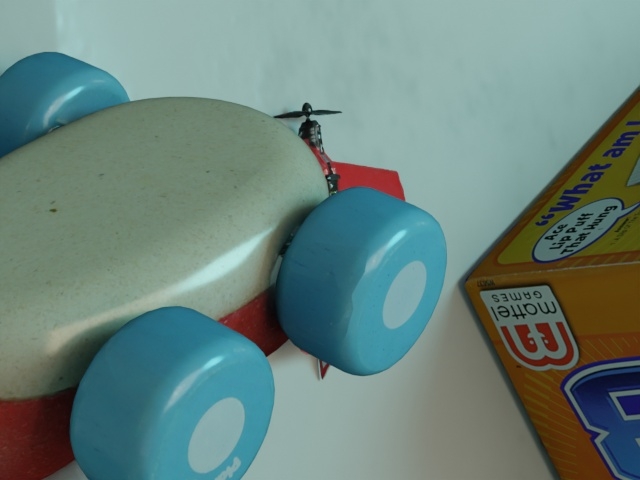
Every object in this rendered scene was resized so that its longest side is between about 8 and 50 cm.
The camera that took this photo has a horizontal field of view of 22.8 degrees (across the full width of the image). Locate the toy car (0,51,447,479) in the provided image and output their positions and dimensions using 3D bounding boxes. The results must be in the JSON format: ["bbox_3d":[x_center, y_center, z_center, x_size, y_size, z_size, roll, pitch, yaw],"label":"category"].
[{"bbox_3d":[-0.089,0.075,0.689,0.210,0.219,0.238,-33,137,-41],"label":"toy car"}]

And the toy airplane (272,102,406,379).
[{"bbox_3d":[0.000,0.000,0.859,0.151,0.028,0.151,5,82,-41],"label":"toy airplane"}]

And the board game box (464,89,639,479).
[{"bbox_3d":[0.382,0.059,0.987,0.356,0.356,0.356,-44,115,-37],"label":"board game box"}]
